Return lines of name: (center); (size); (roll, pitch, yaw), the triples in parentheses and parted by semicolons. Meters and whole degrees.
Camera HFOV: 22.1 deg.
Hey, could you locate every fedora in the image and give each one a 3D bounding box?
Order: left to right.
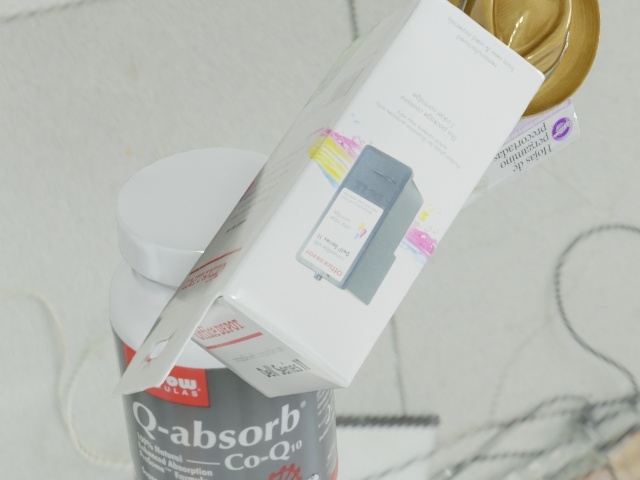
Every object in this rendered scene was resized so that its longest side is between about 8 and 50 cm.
fedora: (0.197, -0.218, 1.640); (0.194, 0.079, 0.194); (0, 86, -3)

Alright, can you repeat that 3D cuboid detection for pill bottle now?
pill bottle: (-0.094, 0.106, 1.584); (0.210, 0.210, 0.363); (-14, 127, -13)

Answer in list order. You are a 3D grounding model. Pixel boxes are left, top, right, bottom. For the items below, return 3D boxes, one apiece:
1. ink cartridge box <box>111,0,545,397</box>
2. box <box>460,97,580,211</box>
ink cartridge box: (0.000, 0.000, 1.237); (0.119, 0.207, 0.353); (37, 74, -10)
box: (0.133, -0.068, 1.781); (0.324, 0.067, 0.063); (-32, 129, -14)
